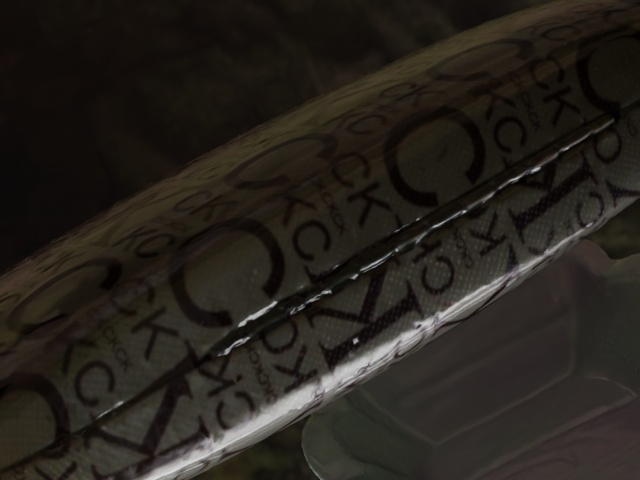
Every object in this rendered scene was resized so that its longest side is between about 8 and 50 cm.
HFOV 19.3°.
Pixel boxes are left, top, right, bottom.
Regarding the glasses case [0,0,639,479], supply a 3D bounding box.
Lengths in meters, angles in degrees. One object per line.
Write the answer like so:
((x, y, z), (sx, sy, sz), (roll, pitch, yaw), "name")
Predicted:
((0.000, 0.000, 0.636), (0.354, 0.085, 0.137), (-30, -170, -28), "glasses case")

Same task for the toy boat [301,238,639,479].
((0.091, 0.083, 0.837), (0.199, 0.100, 0.290), (-23, -150, -10), "toy boat")
